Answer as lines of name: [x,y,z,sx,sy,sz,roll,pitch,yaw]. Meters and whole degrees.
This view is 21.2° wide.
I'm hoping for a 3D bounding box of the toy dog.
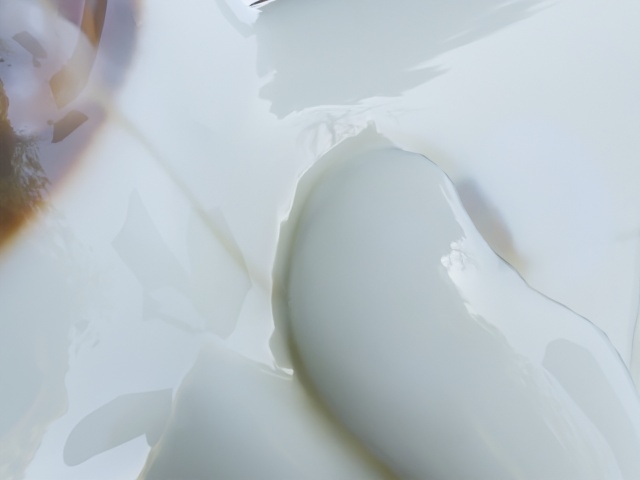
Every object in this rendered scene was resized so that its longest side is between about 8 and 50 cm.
toy dog: [0.000,0.000,0.505,0.284,0.407,0.395,-7,-103,61]
